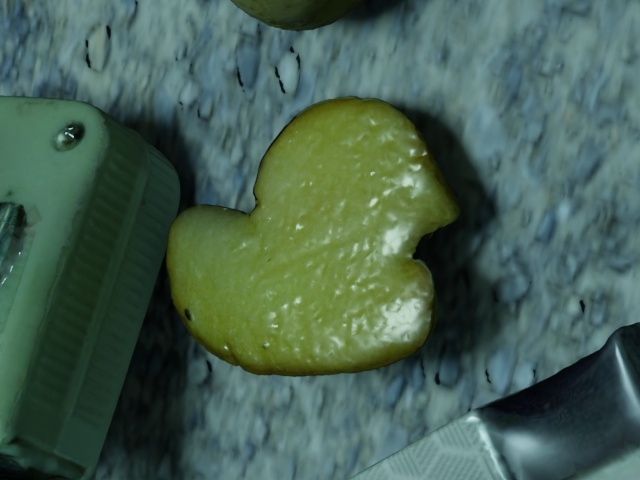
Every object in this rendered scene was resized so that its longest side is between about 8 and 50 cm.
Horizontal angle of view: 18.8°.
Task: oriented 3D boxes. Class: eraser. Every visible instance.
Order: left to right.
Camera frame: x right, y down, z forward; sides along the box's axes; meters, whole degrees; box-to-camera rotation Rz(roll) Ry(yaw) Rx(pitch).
[{"bbox_3d":[0.038,0.167,1.006,0.404,0.098,0.096,-33,77,34],"label":"eraser"}]

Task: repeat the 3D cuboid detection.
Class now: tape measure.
[{"bbox_3d":[-0.204,0.033,1.104,0.207,0.115,0.235,7,72,32],"label":"tape measure"}]

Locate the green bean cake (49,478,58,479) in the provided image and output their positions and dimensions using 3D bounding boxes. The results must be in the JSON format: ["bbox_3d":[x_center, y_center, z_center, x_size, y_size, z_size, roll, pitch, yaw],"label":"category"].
[{"bbox_3d":[-0.235,0.179,1.207,0.179,0.085,0.109,-19,85,34],"label":"green bean cake"}]

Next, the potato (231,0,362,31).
[{"bbox_3d":[-0.012,-0.210,0.986,0.157,0.157,0.194,32,99,29],"label":"potato"}]

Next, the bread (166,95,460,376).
[{"bbox_3d":[0.000,0.000,1.042,0.188,0.065,0.149,-2,83,38],"label":"bread"}]
